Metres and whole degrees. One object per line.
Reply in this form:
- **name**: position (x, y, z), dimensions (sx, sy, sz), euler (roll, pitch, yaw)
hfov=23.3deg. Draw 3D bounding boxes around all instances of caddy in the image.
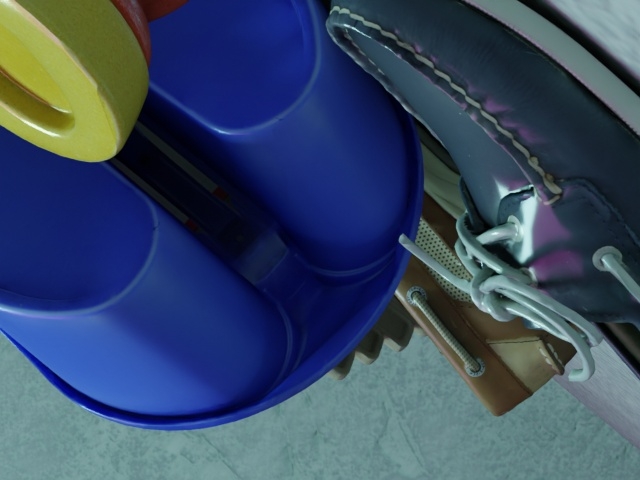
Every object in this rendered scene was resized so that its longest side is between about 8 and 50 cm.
- **caddy**: position (-0.106, -0.057, 0.816), dimensions (0.341, 0.241, 0.179), euler (39, 172, 31)

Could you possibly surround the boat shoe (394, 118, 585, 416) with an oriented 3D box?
- **boat shoe**: position (0.024, -0.021, 0.942), dimensions (0.324, 0.120, 0.122), euler (40, 179, 19)

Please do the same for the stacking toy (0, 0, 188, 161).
- **stacking toy**: position (-0.194, -0.184, 0.626), dimensions (0.279, 0.130, 0.309), euler (7, 144, 50)

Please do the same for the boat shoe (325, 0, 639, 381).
- **boat shoe**: position (0.092, 0.005, 0.515), dimensions (0.254, 0.079, 0.095), euler (40, 180, -19)

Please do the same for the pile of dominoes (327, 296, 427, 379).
- **pile of dominoes**: position (0.000, 0.000, 1.050), dimensions (0.196, 0.040, 0.251), euler (51, -143, 12)
